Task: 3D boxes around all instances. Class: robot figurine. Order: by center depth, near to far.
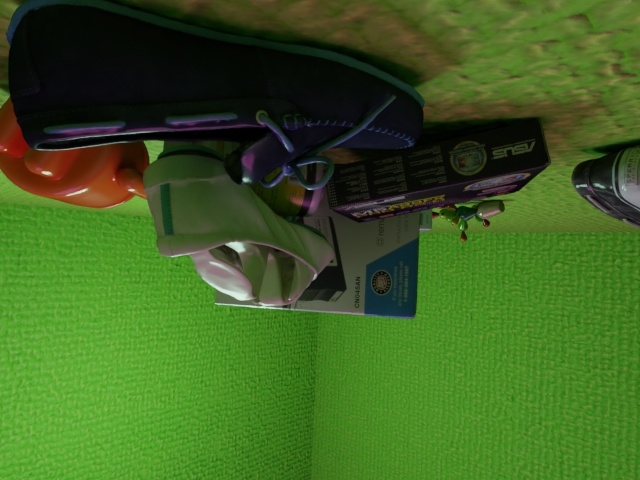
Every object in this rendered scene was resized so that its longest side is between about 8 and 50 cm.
[{"bbox_3d":[-0.285,-0.106,0.518,0.158,0.128,0.219,-8,178,-4],"label":"robot figurine"}]

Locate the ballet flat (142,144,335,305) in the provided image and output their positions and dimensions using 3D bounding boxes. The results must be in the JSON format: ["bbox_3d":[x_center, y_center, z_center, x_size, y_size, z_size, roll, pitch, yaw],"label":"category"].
[{"bbox_3d":[-0.085,0.022,0.580,0.139,0.139,0.400,2,164,21],"label":"ballet flat"}]

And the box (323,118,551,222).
[{"bbox_3d":[0.162,-0.086,0.639,0.271,0.060,0.216,-11,175,14],"label":"box"}]

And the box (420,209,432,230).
[{"bbox_3d":[0.232,-0.075,1.121,0.101,0.101,0.087,2,176,7],"label":"box"}]

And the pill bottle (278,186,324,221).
[{"bbox_3d":[-0.103,-0.068,0.736,0.209,0.117,0.118,-26,-168,-26],"label":"pill bottle"}]

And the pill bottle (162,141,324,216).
[{"bbox_3d":[-0.109,-0.097,0.612,0.209,0.119,0.119,4,178,-16],"label":"pill bottle"}]

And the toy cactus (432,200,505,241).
[{"bbox_3d":[0.438,-0.071,1.259,0.219,0.112,0.181,14,162,-36],"label":"toy cactus"}]

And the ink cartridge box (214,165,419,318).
[{"bbox_3d":[0.000,0.000,0.893,0.396,0.285,0.166,2,177,13],"label":"ink cartridge box"}]

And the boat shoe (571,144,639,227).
[{"bbox_3d":[0.527,-0.080,0.696,0.336,0.120,0.119,17,179,-33],"label":"boat shoe"}]

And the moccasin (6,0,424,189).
[{"bbox_3d":[-0.069,-0.103,0.389,0.343,0.116,0.138,3,178,-18],"label":"moccasin"}]
